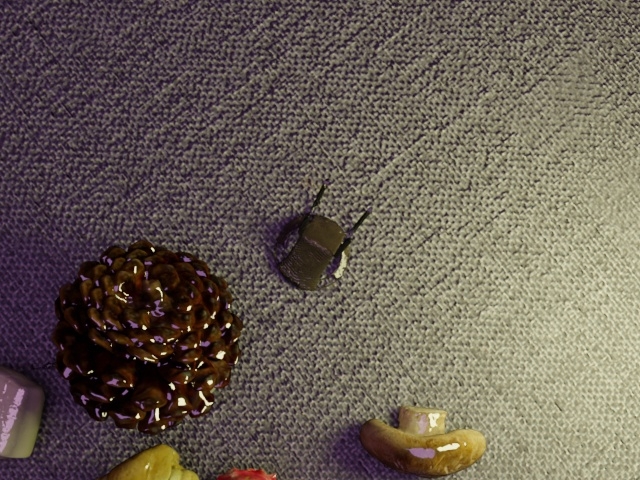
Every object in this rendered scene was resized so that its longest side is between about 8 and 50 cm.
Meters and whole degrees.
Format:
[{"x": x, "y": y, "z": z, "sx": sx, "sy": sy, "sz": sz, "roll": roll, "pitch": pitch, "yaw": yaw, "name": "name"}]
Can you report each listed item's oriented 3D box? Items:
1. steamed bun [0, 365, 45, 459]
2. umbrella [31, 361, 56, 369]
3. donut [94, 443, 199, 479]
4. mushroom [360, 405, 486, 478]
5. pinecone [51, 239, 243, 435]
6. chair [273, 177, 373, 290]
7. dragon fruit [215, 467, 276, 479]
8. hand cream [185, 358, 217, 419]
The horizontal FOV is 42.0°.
[{"x": -0.709, "y": 0.363, "z": 1.773, "sx": 0.250, "sy": 0.155, "sz": 0.200, "roll": 7, "pitch": 80, "yaw": 4, "name": "steamed bun"}, {"x": -0.584, "y": 0.275, "z": 1.860, "sx": 0.122, "sy": 0.013, "sz": 0.022, "roll": -8, "pitch": 63, "yaw": -3, "name": "umbrella"}, {"x": -0.392, "y": 0.579, "z": 1.685, "sx": 0.360, "sy": 0.360, "sz": 0.170, "roll": -45, "pitch": 72, "yaw": -7, "name": "donut"}, {"x": 0.231, "y": 0.448, "z": 1.816, "sx": 0.286, "sy": 0.151, "sz": 0.156, "roll": 5, "pitch": 85, "yaw": -2, "name": "mushroom"}, {"x": -0.355, "y": 0.217, "z": 1.722, "sx": 0.398, "sy": 0.398, "sz": 0.397, "roll": 0, "pitch": 84, "yaw": -3, "name": "pinecone"}, {"x": 0.000, "y": 0.000, "z": 1.888, "sx": 0.174, "sy": 0.149, "sz": 0.213, "roll": 33, "pitch": 125, "yaw": -2, "name": "chair"}, {"x": -0.158, "y": 0.586, "z": 1.729, "sx": 0.210, "sy": 0.268, "sz": 0.205, "roll": -36, "pitch": 95, "yaw": 19, "name": "dragon fruit"}, {"x": -0.262, "y": 0.323, "z": 1.868, "sx": 0.057, "sy": 0.037, "sz": 0.165, "roll": 40, "pitch": 91, "yaw": 1, "name": "hand cream"}]
